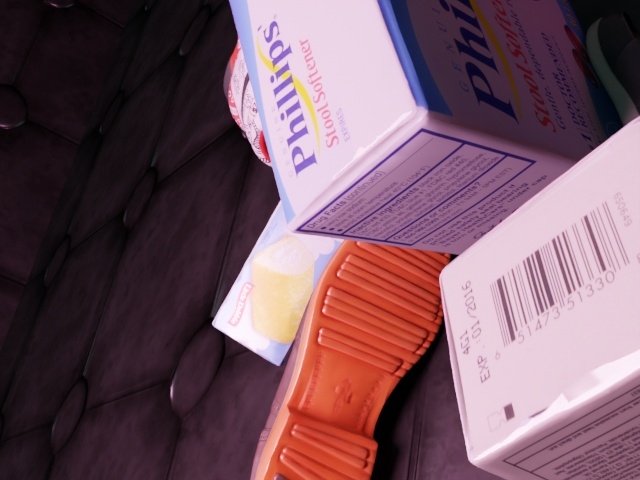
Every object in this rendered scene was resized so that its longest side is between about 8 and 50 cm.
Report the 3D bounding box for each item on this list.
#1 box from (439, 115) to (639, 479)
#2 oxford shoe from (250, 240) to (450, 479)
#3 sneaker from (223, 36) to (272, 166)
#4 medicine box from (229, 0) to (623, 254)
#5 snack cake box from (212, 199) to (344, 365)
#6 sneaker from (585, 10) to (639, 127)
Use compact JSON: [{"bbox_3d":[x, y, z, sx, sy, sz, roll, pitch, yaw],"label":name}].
[{"bbox_3d":[0.200,0.068,0.443,0.148,0.232,0.127,-42,34,33],"label":"box"},{"bbox_3d":[0.017,0.114,0.832,0.364,0.130,0.133,-63,13,-17],"label":"oxford shoe"},{"bbox_3d":[-0.030,-0.197,0.792,0.270,0.090,0.145,104,149,-43],"label":"sneaker"},{"bbox_3d":[0.092,-0.138,0.675,0.149,0.289,0.263,-37,58,39],"label":"medicine box"},{"bbox_3d":[0.000,0.000,0.920,0.264,0.089,0.152,-61,-13,2],"label":"snack cake box"},{"bbox_3d":[0.288,-0.131,0.644,0.118,0.083,0.222,-35,33,27],"label":"sneaker"}]
